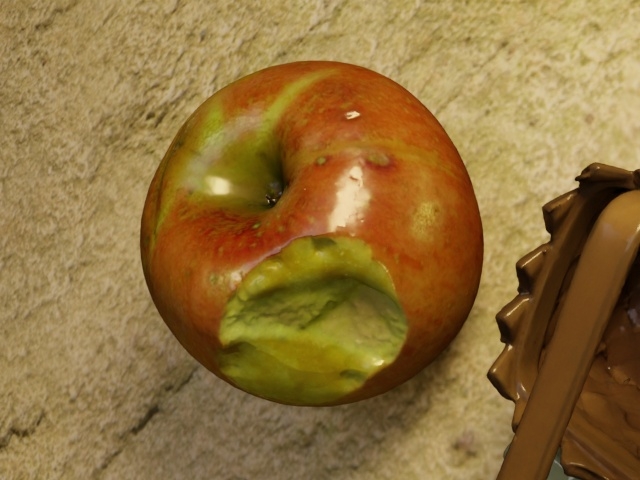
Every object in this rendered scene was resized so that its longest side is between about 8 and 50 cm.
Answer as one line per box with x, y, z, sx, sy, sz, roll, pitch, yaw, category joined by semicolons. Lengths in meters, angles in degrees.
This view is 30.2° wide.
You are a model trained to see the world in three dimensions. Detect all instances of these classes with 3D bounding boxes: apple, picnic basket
0.000;0.000;1.162;0.339;0.339;0.339;-16;64;36;apple
0.258;0.084;0.873;0.291;0.321;0.254;33;114;38;picnic basket

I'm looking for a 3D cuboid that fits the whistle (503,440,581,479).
0.246;0.254;0.990;0.102;0.106;0.253;-37;54;-14;whistle

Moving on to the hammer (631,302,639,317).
0.398;0.041;0.986;0.288;0.033;0.111;13;84;43;hammer
